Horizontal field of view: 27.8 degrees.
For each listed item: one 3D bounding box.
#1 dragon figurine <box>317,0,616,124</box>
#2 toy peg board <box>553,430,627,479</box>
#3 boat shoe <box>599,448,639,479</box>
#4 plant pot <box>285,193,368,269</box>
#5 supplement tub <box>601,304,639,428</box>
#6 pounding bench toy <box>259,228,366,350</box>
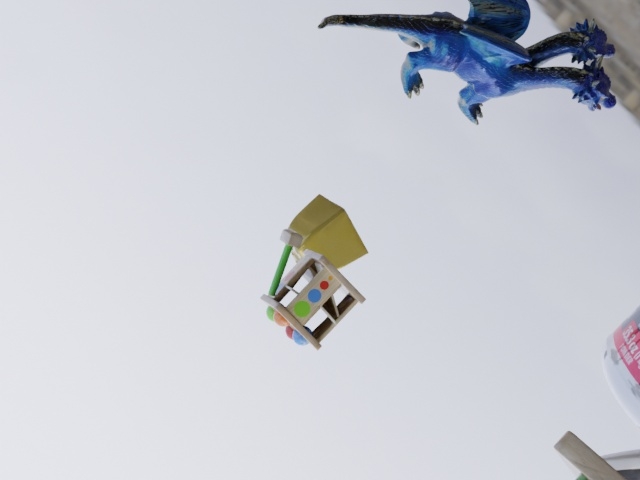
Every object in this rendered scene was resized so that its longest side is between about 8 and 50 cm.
[{"bbox_3d":[0.146,-0.189,1.204,0.289,0.144,0.085,24,-126,-27],"label":"dragon figurine"},{"bbox_3d":[0.198,0.212,0.810,0.161,0.079,0.160,42,178,23],"label":"toy peg board"},{"bbox_3d":[0.449,0.261,1.381,0.112,0.335,0.095,-4,-98,-58],"label":"boat shoe"},{"bbox_3d":[0.000,0.000,1.769,0.081,0.083,0.081,32,156,58],"label":"plant pot"},{"bbox_3d":[0.408,0.075,1.172,0.191,0.272,0.191,34,-158,-15],"label":"supplement tub"},{"bbox_3d":[-0.020,0.040,1.053,0.083,0.065,0.052,46,173,-17],"label":"pounding bench toy"}]
